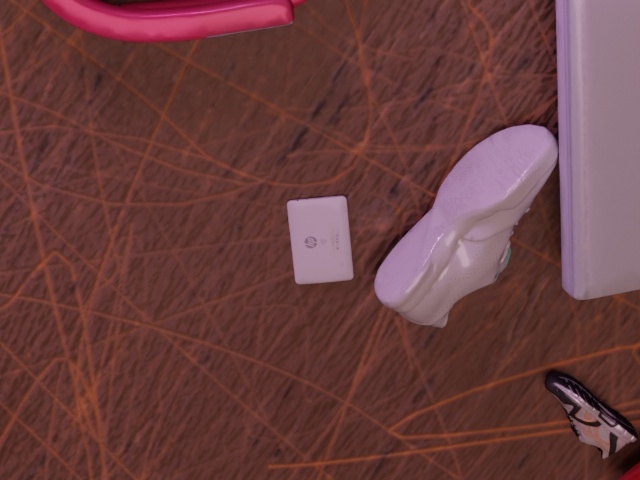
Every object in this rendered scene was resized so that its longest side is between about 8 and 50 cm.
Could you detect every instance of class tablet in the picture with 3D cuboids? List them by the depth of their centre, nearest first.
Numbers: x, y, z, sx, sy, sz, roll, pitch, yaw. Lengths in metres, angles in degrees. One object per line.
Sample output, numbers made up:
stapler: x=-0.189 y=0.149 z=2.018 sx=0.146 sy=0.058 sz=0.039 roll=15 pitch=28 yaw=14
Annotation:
tablet: x=0.000 y=0.000 z=1.509 sx=0.054 sy=0.006 sz=0.083 roll=-5 pitch=113 yaw=2

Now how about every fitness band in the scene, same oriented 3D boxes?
fitness band: x=-0.110 y=-0.273 z=1.370 sx=0.291 sy=0.054 sz=0.209 roll=-7 pitch=110 yaw=1

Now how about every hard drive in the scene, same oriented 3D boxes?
hard drive: x=0.302 y=-0.111 z=1.423 sx=0.203 sy=0.040 sz=0.307 roll=-10 pitch=113 yaw=-13

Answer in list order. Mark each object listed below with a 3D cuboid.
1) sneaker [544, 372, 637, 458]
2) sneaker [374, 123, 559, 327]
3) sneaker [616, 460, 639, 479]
sneaker: x=0.248 y=0.167 z=1.565 sx=0.109 sy=0.040 sz=0.044 roll=40 pitch=109 yaw=-15
sneaker: x=0.146 y=-0.010 z=1.480 sx=0.094 sy=0.080 sz=0.212 roll=32 pitch=108 yaw=-34
sneaker: x=0.344 y=0.148 z=1.547 sx=0.221 sy=0.087 sz=0.128 roll=-36 pitch=101 yaw=1
